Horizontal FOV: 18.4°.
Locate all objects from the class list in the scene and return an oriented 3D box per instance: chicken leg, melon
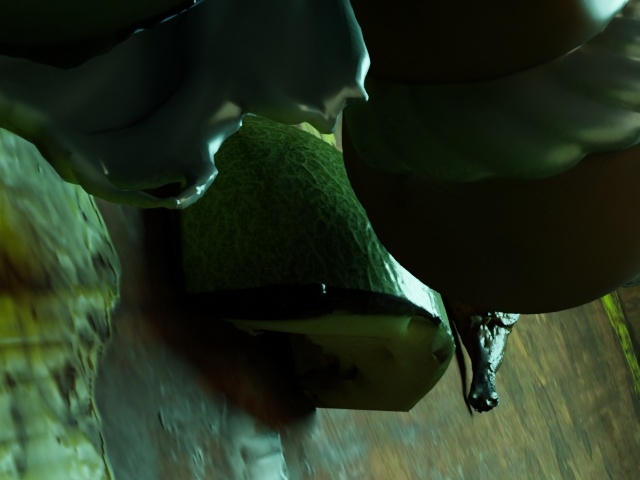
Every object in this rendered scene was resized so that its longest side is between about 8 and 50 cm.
[{"bbox_3d":[0.095,0.043,1.239,0.062,0.037,0.145,15,51,-48],"label":"chicken leg"},{"bbox_3d":[0.000,0.000,0.774,0.160,0.079,0.128,43,29,-64],"label":"melon"}]

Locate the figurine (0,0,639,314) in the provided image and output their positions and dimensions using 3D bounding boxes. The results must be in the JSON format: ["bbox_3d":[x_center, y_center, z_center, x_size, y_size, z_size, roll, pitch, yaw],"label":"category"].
[{"bbox_3d":[0.001,-0.114,0.568,0.276,0.248,0.388,45,20,12],"label":"figurine"}]
